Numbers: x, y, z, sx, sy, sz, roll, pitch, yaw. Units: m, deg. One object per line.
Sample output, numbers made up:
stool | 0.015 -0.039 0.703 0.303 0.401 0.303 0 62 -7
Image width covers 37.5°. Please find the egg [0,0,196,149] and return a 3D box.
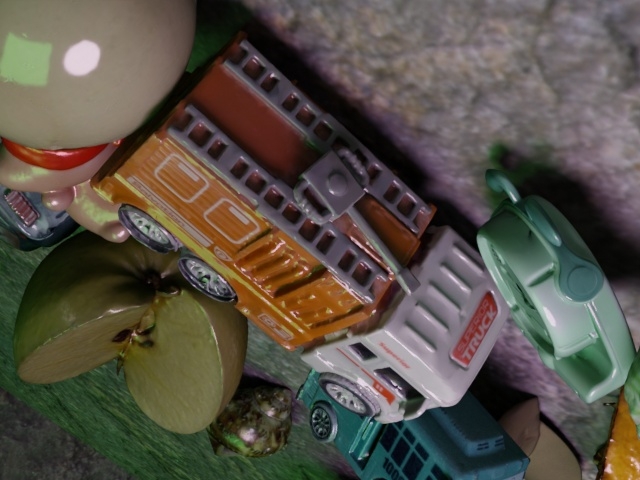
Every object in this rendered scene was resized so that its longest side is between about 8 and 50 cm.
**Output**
egg | -0.214 -0.183 0.774 0.219 0.219 0.269 52 164 -30

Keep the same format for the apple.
apple | -0.234 0.094 1.227 0.295 0.233 0.258 17 137 -15

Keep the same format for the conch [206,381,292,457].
conch | -0.114 0.301 1.577 0.181 0.124 0.187 -6 159 40

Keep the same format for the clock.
clock | 0.183 0.030 0.775 0.189 0.060 0.148 60 179 -29

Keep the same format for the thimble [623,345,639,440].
thimble | 0.342 0.112 0.692 0.219 0.150 0.219 28 151 17

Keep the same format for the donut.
donut | 0.316 0.263 0.972 0.101 0.152 0.259 18 152 17

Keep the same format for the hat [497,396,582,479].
hat | 0.216 0.269 1.141 0.166 0.144 0.173 -15 102 60

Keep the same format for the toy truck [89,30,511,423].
toy truck | 0.000 0.000 0.872 0.387 0.173 0.207 41 155 -13

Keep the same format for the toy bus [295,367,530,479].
toy bus | 0.100 0.207 1.028 0.256 0.128 0.147 48 128 38

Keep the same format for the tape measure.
tape measure | -0.410 -0.108 1.187 0.275 0.147 0.256 51 156 -22

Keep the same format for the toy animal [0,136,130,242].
toy animal | -0.266 -0.107 1.032 0.171 0.171 0.198 11 147 40
